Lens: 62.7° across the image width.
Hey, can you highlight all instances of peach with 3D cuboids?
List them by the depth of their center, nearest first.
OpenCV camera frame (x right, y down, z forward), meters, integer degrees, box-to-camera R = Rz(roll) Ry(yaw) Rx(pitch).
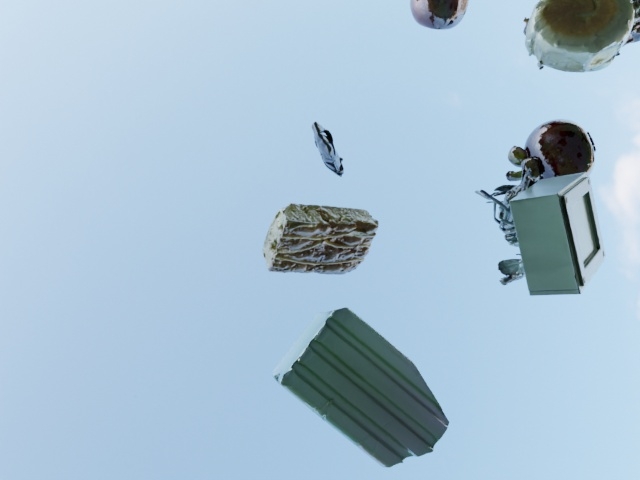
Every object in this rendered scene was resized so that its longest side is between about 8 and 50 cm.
[{"bbox_3d":[0.305,-0.609,1.355,0.152,0.152,0.152,5,-107,-18],"label":"peach"}]

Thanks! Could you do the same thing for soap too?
[{"bbox_3d":[0.097,0.313,1.103,0.347,0.115,0.208,40,-104,-6],"label":"soap"}]

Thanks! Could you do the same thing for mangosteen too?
[{"bbox_3d":[0.684,-0.248,1.582,0.257,0.215,0.215,-19,-102,19],"label":"mangosteen"}]

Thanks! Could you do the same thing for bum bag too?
[{"bbox_3d":[0.022,-0.215,1.269,0.049,0.197,0.087,-30,-109,1],"label":"bum bag"}]

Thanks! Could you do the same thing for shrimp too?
[{"bbox_3d":[0.525,-0.039,1.409,0.410,0.166,0.221,59,-147,-38],"label":"shrimp"}]

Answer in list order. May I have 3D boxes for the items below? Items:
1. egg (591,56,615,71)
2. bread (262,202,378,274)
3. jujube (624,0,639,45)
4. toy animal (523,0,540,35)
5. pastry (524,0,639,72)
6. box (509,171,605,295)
[{"bbox_3d":[0.590,-0.443,1.181,0.114,0.114,0.152,-38,-110,-25],"label":"egg"},{"bbox_3d":[0.000,0.000,1.413,0.275,0.185,0.114,2,-139,-28],"label":"bread"},{"bbox_3d":[0.750,-0.599,1.314,0.317,0.226,0.226,-25,-97,0],"label":"jujube"},{"bbox_3d":[0.708,-0.631,1.619,0.114,0.116,0.255,-31,-130,8],"label":"toy animal"},{"bbox_3d":[0.413,-0.345,0.841,0.166,0.088,0.166,-6,-109,17],"label":"pastry"},{"bbox_3d":[0.550,-0.019,1.205,0.225,0.117,0.225,-26,-76,-47],"label":"box"}]
